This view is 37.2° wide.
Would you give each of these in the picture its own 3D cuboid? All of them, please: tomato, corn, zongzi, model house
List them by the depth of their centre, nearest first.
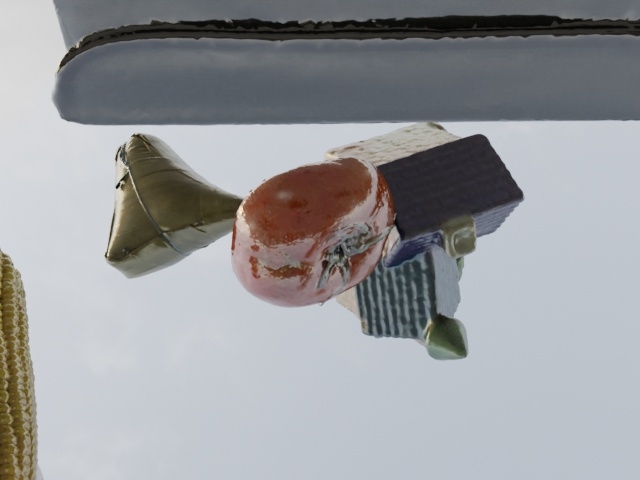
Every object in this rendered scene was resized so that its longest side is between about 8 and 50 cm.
[{"bbox_3d":[-0.302,0.128,0.852,0.102,0.102,0.312,-16,-127,-9],"label":"corn"},{"bbox_3d":[0.000,0.000,1.215,0.237,0.236,0.095,-28,-127,-17],"label":"tomato"},{"bbox_3d":[-0.187,-0.083,1.337,0.256,0.115,0.228,-24,-128,25],"label":"zongzi"},{"bbox_3d":[0.162,0.004,1.419,0.245,0.312,0.280,-16,-159,-21],"label":"model house"}]

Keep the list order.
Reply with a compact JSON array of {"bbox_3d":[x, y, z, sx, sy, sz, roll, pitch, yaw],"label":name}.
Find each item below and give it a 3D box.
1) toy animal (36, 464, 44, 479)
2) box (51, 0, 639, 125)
[{"bbox_3d":[-0.419,0.306,1.168,0.166,0.179,0.138,-42,-115,15],"label":"toy animal"},{"bbox_3d":[0.028,-0.216,0.526,0.345,0.204,0.251,-1,-135,5],"label":"box"}]
